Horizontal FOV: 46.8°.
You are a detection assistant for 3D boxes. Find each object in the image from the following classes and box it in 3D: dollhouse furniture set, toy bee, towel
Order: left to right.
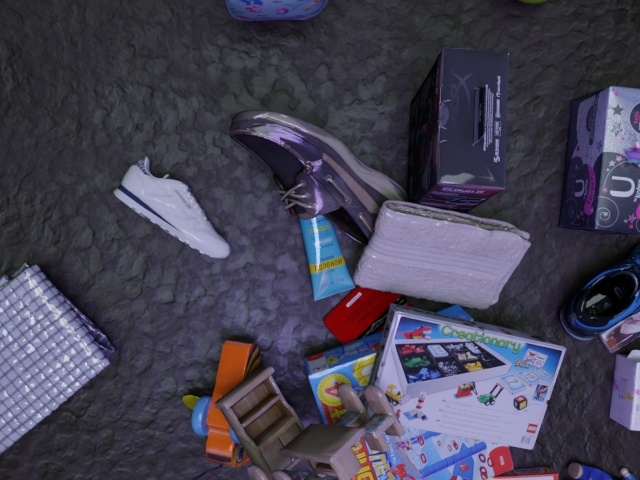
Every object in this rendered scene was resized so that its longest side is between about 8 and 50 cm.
[{"bbox_3d":[-0.531,0.203,1.301,0.283,0.121,0.235,-41,92,1],"label":"towel"},{"bbox_3d":[-0.170,0.335,1.324,0.195,0.162,0.298,28,75,24],"label":"toy bee"},{"bbox_3d":[-0.037,0.293,1.156,0.212,0.242,0.161,-35,101,-34],"label":"dollhouse furniture set"},{"bbox_3d":[0.212,0.032,1.299,0.282,0.049,0.187,10,128,-13],"label":"towel"}]

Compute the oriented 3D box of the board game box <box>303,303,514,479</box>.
[{"bbox_3d":[0.158,0.311,1.326,0.301,0.086,0.308,-19,103,-4],"label":"board game box"}]

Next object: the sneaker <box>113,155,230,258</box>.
[{"bbox_3d":[-0.251,-0.054,1.323,0.235,0.090,0.095,35,81,-5],"label":"sneaker"}]

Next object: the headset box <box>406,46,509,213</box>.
[{"bbox_3d":[0.222,-0.169,1.221,0.110,0.293,0.218,4,81,-3],"label":"headset box"}]

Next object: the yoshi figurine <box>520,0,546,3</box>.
[{"bbox_3d":[0.387,-0.579,1.317,0.203,0.203,0.362,20,73,-43],"label":"yoshi figurine"}]

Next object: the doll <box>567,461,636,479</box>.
[{"bbox_3d":[0.550,0.489,1.401,0.188,0.046,0.129,23,81,-10],"label":"doll"}]

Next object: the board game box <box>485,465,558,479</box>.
[{"bbox_3d":[0.348,0.507,1.392,0.193,0.045,0.147,-3,92,-3],"label":"board game box"}]

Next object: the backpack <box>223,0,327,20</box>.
[{"bbox_3d":[-0.078,-0.470,1.231,0.225,0.253,0.191,-4,97,-6],"label":"backpack"}]

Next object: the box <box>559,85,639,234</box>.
[{"bbox_3d":[0.530,-0.135,1.317,0.142,0.163,0.247,5,92,-4],"label":"box"}]

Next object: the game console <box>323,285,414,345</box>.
[{"bbox_3d":[0.101,0.153,1.382,0.144,0.085,0.124,-43,63,-1],"label":"game console"}]

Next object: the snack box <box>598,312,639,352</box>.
[{"bbox_3d":[0.607,0.139,1.403,0.178,0.022,0.064,-32,92,-1],"label":"snack box"}]

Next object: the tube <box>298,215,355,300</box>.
[{"bbox_3d":[0.000,0.000,1.355,0.080,0.052,0.207,-16,96,-9],"label":"tube"}]

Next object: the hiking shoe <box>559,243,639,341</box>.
[{"bbox_3d":[0.576,0.076,1.332,0.304,0.132,0.113,-38,73,-2],"label":"hiking shoe"}]

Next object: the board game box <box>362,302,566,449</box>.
[{"bbox_3d":[0.240,0.232,1.248,0.305,0.053,0.193,13,100,-10],"label":"board game box"}]

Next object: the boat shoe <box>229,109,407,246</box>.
[{"bbox_3d":[-0.003,-0.096,1.251,0.355,0.132,0.130,28,74,-25],"label":"boat shoe"}]

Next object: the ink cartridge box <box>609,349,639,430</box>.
[{"bbox_3d":[0.606,0.274,1.374,0.092,0.090,0.143,6,91,-3],"label":"ink cartridge box"}]
